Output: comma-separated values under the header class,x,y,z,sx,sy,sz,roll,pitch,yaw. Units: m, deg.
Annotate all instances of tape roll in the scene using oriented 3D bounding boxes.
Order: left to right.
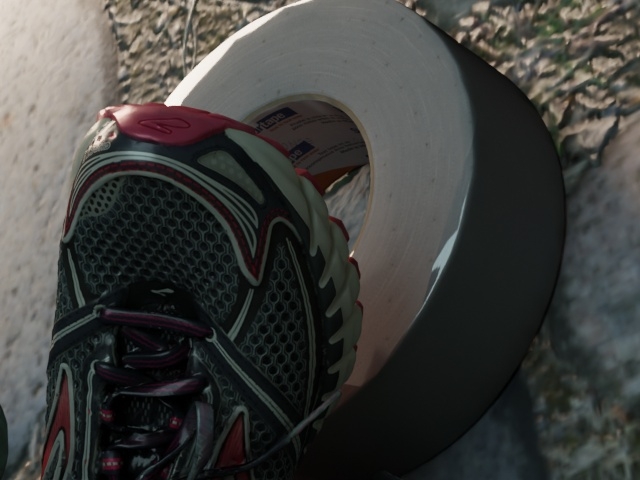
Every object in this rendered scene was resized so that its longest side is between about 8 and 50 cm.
class,x,y,z,sx,sy,sz,roll,pitch,yaw
tape roll,0.000,0.000,0.865,0.219,0.072,0.219,-21,56,34

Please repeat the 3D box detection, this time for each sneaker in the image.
class,x,y,z,sx,sy,sz,roll,pitch,yaw
sneaker,-0.056,0.089,0.742,0.121,0.112,0.299,11,118,18

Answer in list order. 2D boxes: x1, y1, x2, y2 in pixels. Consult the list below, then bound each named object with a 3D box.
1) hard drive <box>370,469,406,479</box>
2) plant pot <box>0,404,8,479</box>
class,x,y,z,sx,sy,sz,roll,pitch,yaw
hard drive,0.020,0.266,0.668,0.339,0.064,0.237,-63,25,-7
plant pot,-0.247,0.251,0.691,0.341,0.341,0.334,-32,61,26
